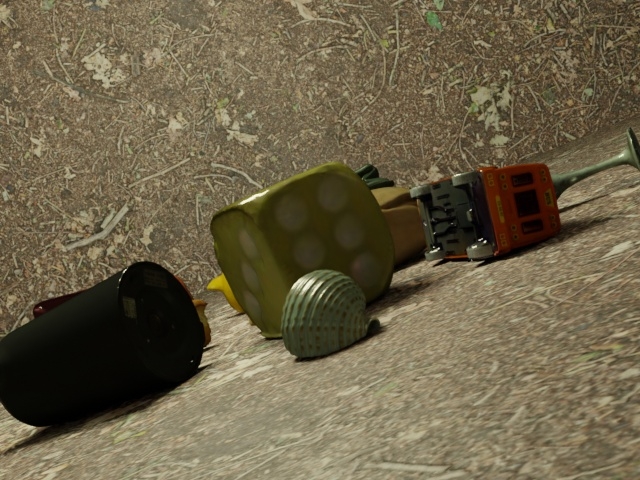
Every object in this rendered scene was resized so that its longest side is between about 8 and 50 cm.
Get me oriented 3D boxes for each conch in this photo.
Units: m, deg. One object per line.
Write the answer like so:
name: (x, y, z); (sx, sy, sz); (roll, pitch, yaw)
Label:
conch: (0.001, 0.097, 1.241); (0.135, 0.102, 0.153); (-39, 9, -20)

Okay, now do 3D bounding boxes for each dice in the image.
dice: (-0.029, 0.015, 1.538); (0.227, 0.238, 0.233); (-25, 4, -25)

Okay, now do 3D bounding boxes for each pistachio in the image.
pistachio: (0.105, -0.011, 1.844); (0.293, 0.162, 0.181); (-26, -26, -22)

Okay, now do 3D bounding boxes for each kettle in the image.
kettle: (-0.364, 0.176, 1.551); (0.308, 0.203, 0.262); (-24, 4, 24)

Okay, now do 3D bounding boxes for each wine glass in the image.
wine glass: (0.386, -0.171, 1.639); (0.309, 0.264, 0.096); (-21, 19, 25)

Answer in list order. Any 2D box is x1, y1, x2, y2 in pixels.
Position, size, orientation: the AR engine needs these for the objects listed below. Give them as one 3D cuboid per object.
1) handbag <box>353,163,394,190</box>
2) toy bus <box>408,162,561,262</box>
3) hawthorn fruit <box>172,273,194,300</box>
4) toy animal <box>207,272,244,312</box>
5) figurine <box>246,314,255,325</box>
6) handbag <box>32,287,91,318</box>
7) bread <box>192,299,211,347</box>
handbag: (0.030, -0.020, 1.961); (0.260, 0.079, 0.247); (-25, -39, -24)
toy bus: (0.263, -0.046, 1.529); (0.153, 0.143, 0.329); (-13, 0, -12)
hawthorn fruit: (-0.347, 0.161, 1.944); (0.199, 0.199, 0.251); (-23, 19, -18)
toy animal: (-0.155, 0.091, 2.139); (0.156, 0.156, 0.230); (-24, 7, -31)
figurine: (-0.082, 0.103, 1.734); (0.114, 0.108, 0.196); (-18, -3, 7)
handbag: (-0.406, 0.180, 1.705); (0.203, 0.216, 0.074); (-17, 41, 11)
bread: (-0.291, 0.182, 1.792); (0.187, 0.103, 0.065); (-19, 4, 28)
